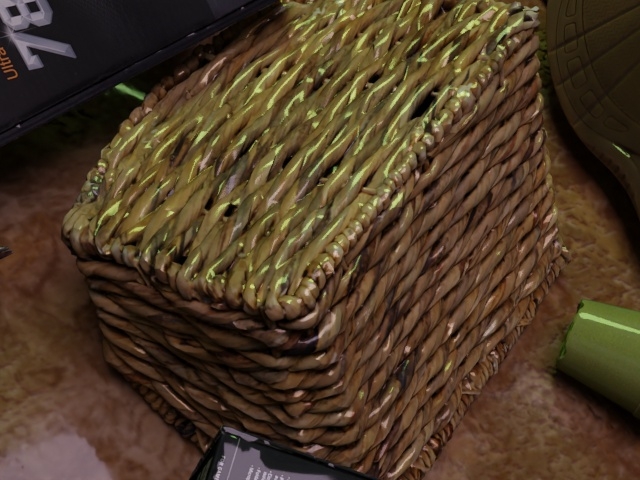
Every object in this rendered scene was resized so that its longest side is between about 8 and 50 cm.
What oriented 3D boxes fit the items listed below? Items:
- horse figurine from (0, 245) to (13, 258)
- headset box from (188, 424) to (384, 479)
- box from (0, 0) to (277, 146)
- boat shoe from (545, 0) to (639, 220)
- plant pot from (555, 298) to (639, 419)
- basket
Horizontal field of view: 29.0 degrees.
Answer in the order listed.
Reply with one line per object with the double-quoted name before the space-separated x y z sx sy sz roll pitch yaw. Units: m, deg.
"horse figurine" -0.315 0.029 0.629 0.174 0.066 0.263 45 60 8
"headset box" 0.040 0.260 0.614 0.283 0.131 0.246 18 66 -6
"box" -0.198 -0.218 0.726 0.293 0.073 0.296 -30 105 -16
"boat shoe" 0.264 -0.084 0.925 0.098 0.109 0.302 6 55 -53
"plant pot" 0.202 0.076 0.828 0.079 0.083 0.083 23 56 11
"basket" 0.000 0.000 0.794 0.213 0.223 0.299 16 51 32
